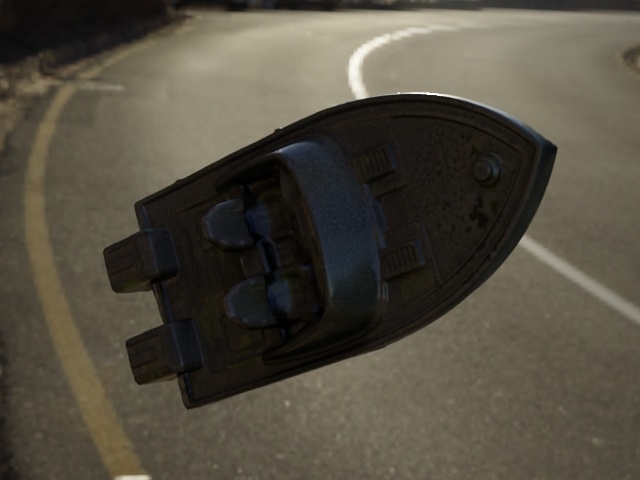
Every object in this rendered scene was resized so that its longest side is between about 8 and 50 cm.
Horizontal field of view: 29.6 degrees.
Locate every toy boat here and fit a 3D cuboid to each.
[{"bbox_3d":[0.000,0.000,0.703,0.319,0.141,0.092,-23,-12,38],"label":"toy boat"}]
